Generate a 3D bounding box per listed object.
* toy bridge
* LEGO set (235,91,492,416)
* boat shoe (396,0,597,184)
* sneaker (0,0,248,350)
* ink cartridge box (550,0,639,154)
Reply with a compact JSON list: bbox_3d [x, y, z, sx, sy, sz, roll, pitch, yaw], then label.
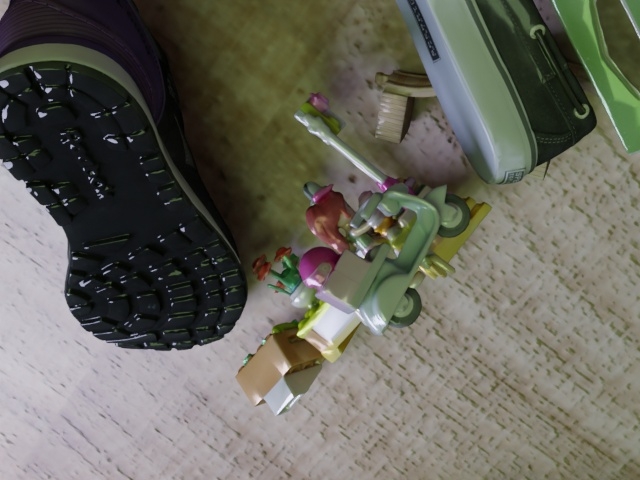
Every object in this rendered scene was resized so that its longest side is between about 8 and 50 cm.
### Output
[{"bbox_3d":[0.119,-0.065,0.868,0.188,0.026,0.063,15,121,10],"label":"toy bridge"},{"bbox_3d":[0.000,0.000,0.891,0.107,0.132,0.287,39,160,-2],"label":"LEGO set"},{"bbox_3d":[0.075,-0.143,0.807,0.076,0.080,0.229,-24,94,-9],"label":"boat shoe"},{"bbox_3d":[-0.103,-0.049,0.920,0.107,0.124,0.283,-5,144,6],"label":"sneaker"},{"bbox_3d":[0.222,-0.131,0.769,0.209,0.062,0.109,-21,110,28],"label":"ink cartridge box"}]
